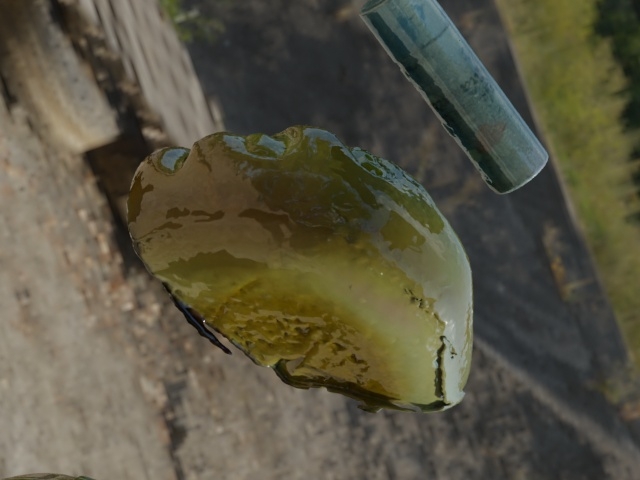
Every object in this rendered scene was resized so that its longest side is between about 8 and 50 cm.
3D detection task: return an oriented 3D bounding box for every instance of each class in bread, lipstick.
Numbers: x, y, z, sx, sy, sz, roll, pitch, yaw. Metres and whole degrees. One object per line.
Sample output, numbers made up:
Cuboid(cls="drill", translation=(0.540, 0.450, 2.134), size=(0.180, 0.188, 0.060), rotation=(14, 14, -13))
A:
Cuboid(cls="bread", translation=(0.013, 0.004, 1.055), size=(0.260, 0.156, 0.158), rotation=(41, 43, -29))
Cuboid(cls="lipstick", translation=(0.091, -0.104, 1.039), size=(0.158, 0.048, 0.048), rotation=(51, 12, -16))

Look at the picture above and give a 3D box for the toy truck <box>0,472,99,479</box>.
Cuboid(cls="toy truck", translation=(-0.060, 0.268, 0.971), size=(0.180, 0.405, 0.254), rotation=(110, -4, -80))
